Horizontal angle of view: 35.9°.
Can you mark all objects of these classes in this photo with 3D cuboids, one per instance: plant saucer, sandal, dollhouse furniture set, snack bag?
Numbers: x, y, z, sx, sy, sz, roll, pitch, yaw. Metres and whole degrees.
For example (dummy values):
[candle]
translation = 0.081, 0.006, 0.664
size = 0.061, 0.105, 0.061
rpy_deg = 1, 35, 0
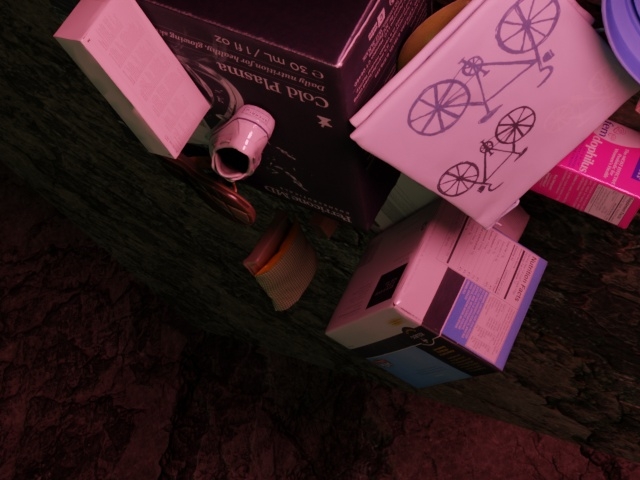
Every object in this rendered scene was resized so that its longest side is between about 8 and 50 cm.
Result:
[plant saucer]
translation = 0.226, -0.251, 1.355
size = 0.241, 0.037, 0.241
rpy_deg = -12, 154, -6
[sandal]
translation = -0.184, -0.105, 1.597
size = 0.219, 0.060, 0.090
rpy_deg = 35, 161, 24
[dollhouse furniture set]
translation = 0.000, 0.000, 2.078
size = 0.151, 0.301, 0.197
rpy_deg = 16, 155, 36
[snack bag]
translation = 0.250, -0.185, 1.335
size = 0.342, 0.323, 0.037
rpy_deg = 29, -156, -42

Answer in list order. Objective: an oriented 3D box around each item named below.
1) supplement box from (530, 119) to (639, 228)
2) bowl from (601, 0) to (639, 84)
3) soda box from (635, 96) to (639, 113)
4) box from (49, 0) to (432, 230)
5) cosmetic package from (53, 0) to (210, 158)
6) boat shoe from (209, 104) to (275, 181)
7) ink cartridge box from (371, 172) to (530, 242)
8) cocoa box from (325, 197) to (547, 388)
[supplement box]
translation = 0.402, -0.125, 1.533
size = 0.220, 0.111, 0.114
rpy_deg = 24, 159, 9
[bowl]
translation = 0.520, -0.253, 1.121
size = 0.391, 0.077, 0.391
rpy_deg = 25, 159, 10
[soda box]
translation = 0.524, -0.158, 1.364
size = 0.183, 0.063, 0.058
rpy_deg = 35, 159, -20
[box]
translation = -0.097, -0.307, 1.484
size = 0.480, 0.297, 0.471
rpy_deg = 22, 161, 17
[cosmetic package]
translation = -0.244, -0.221, 1.310
size = 0.060, 0.099, 0.239
rpy_deg = 14, 154, 33
[boat shoe]
translation = -0.129, -0.125, 1.425
size = 0.083, 0.075, 0.226
rpy_deg = 28, 161, -4
[ink cartridge box]
translation = 0.192, -0.088, 1.867
size = 0.272, 0.130, 0.309
rpy_deg = 4, 149, 47
[cocoa box]
translation = 0.201, 0.108, 1.798
size = 0.228, 0.231, 0.347
rpy_deg = 31, 159, -10
